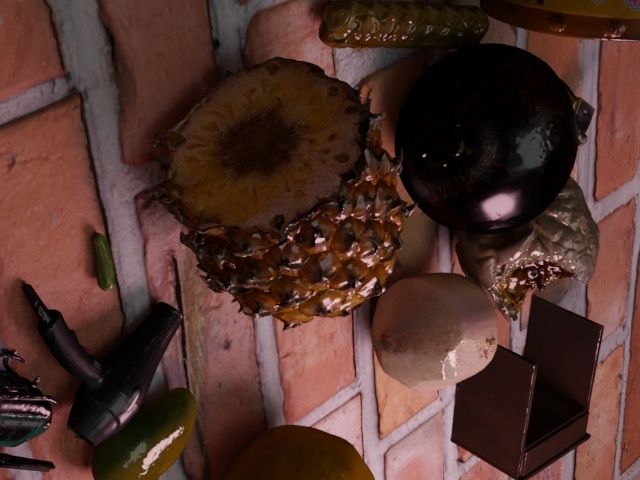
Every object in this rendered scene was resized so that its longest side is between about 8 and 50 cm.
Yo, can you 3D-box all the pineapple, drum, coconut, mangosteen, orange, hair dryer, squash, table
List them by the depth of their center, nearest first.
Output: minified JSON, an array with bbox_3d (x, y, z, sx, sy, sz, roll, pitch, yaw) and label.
[{"bbox_3d":[-0.299,0.029,1.589,0.027,0.027,0.089,-23,123,-38],"label":"squash"},{"bbox_3d":[-0.313,0.132,1.595,0.235,0.091,0.272,-56,137,-23],"label":"hair dryer"},{"bbox_3d":[-0.045,-0.053,1.601,0.352,0.352,0.300,-46,147,-20],"label":"pineapple"},{"bbox_3d":[0.464,-0.470,1.838,0.431,0.431,0.214,-21,123,-39],"label":"drum"},{"bbox_3d":[0.281,-0.167,1.895,0.330,0.330,0.330,-25,127,-37],"label":"mangosteen"},{"bbox_3d":[-0.036,0.442,1.927,0.279,0.235,0.279,-1,109,-2],"label":"orange"},{"bbox_3d":[0.195,0.167,2.057,0.234,0.224,0.224,-18,124,-55],"label":"coconut"},{"bbox_3d":[0.434,0.303,2.402,0.250,0.196,0.282,-20,124,-39],"label":"table"}]

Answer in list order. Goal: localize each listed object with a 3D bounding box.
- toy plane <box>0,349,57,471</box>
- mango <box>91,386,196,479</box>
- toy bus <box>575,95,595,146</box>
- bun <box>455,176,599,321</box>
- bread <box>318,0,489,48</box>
[{"bbox_3d":[-0.472,0.228,1.460,0.381,0.106,0.155,12,113,-55],"label":"toy plane"},{"bbox_3d":[-0.260,0.308,1.737,0.191,0.085,0.122,-28,126,-34],"label":"mango"},{"bbox_3d":[0.460,-0.174,2.262,0.081,0.074,0.226,20,95,-51],"label":"toy bus"},{"bbox_3d":[0.364,-0.015,2.106,0.281,0.281,0.205,-58,138,-7],"label":"bun"},{"bbox_3d":[0.138,-0.338,1.813,0.367,0.077,0.084,-10,141,-45],"label":"bread"}]
